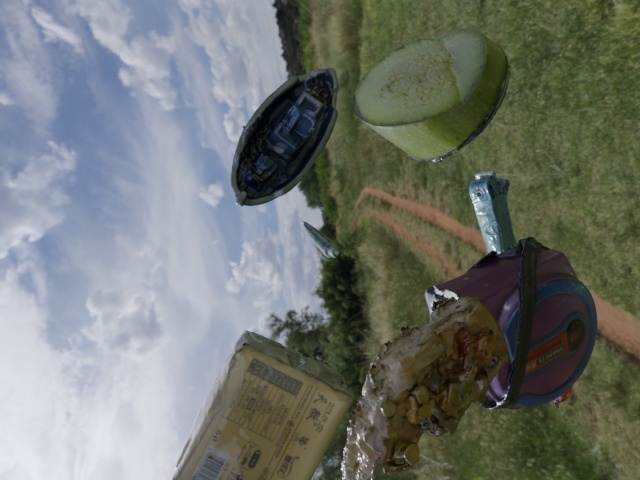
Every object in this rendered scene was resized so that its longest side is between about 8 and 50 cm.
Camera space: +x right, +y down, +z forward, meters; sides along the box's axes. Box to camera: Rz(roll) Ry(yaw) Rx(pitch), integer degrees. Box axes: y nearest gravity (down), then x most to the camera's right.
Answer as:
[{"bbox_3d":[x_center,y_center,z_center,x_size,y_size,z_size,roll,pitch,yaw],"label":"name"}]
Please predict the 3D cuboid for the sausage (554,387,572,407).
[{"bbox_3d":[0.506,0.274,0.868,0.048,0.050,0.145,-3,65,58],"label":"sausage"}]

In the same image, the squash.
[{"bbox_3d":[0.173,-0.244,0.654,0.133,0.220,0.220,30,-139,-34],"label":"squash"}]

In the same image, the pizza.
[{"bbox_3d":[0.109,0.151,0.415,0.069,0.226,0.147,35,151,49],"label":"pizza"}]

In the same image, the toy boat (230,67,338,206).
[{"bbox_3d":[-0.055,-0.177,0.698,0.309,0.129,0.142,-59,12,-20],"label":"toy boat"}]

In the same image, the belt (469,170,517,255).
[{"bbox_3d":[0.457,-0.031,1.077,0.072,0.087,0.302,6,115,63],"label":"belt"}]

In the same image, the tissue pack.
[{"bbox_3d":[-0.079,0.264,0.598,0.222,0.186,0.090,-64,6,-3],"label":"tissue pack"}]

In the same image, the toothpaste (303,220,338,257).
[{"bbox_3d":[0.000,0.000,0.904,0.049,0.031,0.204,61,173,-23],"label":"toothpaste"}]

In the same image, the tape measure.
[{"bbox_3d":[0.295,0.124,0.647,0.149,0.231,0.245,19,130,64],"label":"tape measure"}]
